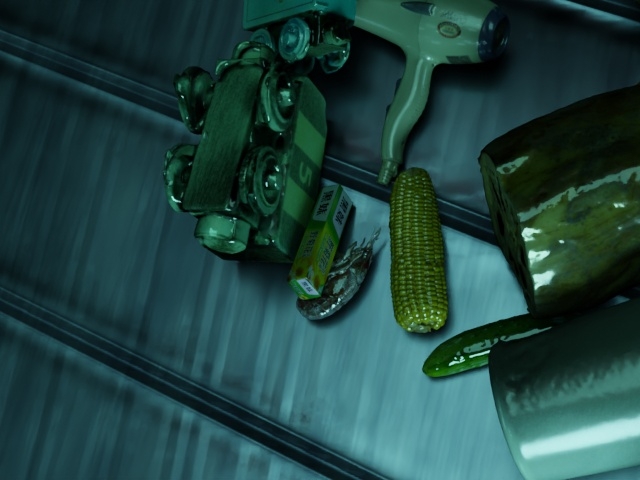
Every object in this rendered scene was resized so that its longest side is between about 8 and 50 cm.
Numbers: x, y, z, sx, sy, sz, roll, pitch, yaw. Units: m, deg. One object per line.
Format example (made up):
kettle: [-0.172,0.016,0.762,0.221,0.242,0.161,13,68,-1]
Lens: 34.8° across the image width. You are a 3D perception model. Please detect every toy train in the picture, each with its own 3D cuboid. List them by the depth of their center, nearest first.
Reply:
toy train: [-0.099,-0.115,1.410,0.166,0.238,0.299,3,72,23]
toy train: [-0.031,-0.320,1.498,0.197,0.107,0.155,-3,82,48]

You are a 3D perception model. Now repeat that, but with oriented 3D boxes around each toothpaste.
toothpaste: [0.000,0.000,1.411,0.037,0.043,0.179,-12,41,34]

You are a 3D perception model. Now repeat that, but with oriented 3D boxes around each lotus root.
lotus root: [0.384,-0.064,1.275,0.345,0.250,0.251,-20,69,8]

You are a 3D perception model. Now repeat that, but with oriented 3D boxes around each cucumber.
cucumber: [0.251,0.129,1.344,0.250,0.056,0.056,-16,70,11]

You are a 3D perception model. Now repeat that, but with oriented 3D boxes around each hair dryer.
hair dryer: [0.089,-0.276,1.502,0.296,0.119,0.298,43,100,28]

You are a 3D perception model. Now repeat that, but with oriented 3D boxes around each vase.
vase: [0.363,0.171,1.224,0.291,0.245,0.245,-18,69,18]

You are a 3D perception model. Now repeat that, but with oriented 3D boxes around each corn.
corn: [0.130,0.013,1.400,0.080,0.080,0.231,-8,69,12]

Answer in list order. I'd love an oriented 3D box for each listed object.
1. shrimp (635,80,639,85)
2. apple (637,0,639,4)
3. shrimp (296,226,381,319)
shrimp: [0.482,-0.202,1.392,0.217,0.051,0.115,-19,63,9]
apple: [0.520,-0.380,1.365,0.211,0.188,0.211,-5,73,16]
shrimp: [0.031,0.044,1.425,0.065,0.056,0.165,31,77,31]
